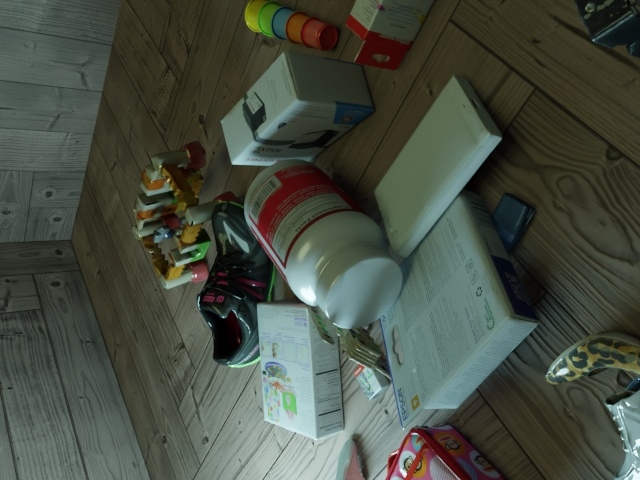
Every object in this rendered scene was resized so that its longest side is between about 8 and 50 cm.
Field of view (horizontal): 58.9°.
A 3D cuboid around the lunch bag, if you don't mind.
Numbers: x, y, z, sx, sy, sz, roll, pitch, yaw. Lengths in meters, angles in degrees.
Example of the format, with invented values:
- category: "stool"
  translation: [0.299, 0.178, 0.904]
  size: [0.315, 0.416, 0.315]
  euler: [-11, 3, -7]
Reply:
- category: "lunch bag"
  translation: [0.224, 0.521, 1.140]
  size: [0.258, 0.120, 0.293]
  euler: [43, 123, 46]

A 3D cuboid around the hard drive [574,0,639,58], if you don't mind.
- category: "hard drive"
  translation: [0.386, -0.406, 0.762]
  size: [0.064, 0.237, 0.338]
  euler: [-33, 67, 48]

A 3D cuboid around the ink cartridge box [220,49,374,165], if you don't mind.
- category: "ink cartridge box"
  translation: [-0.062, -0.296, 1.349]
  size: [0.307, 0.223, 0.129]
  euler: [-30, 70, 49]

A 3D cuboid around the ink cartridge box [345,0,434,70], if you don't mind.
- category: "ink cartridge box"
  translation: [0.145, -0.471, 1.145]
  size: [0.078, 0.134, 0.231]
  euler: [55, 131, 33]

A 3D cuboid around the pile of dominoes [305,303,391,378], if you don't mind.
- category: "pile of dominoes"
  translation: [0.068, 0.191, 1.220]
  size: [0.040, 0.196, 0.251]
  euler: [-55, 21, 9]

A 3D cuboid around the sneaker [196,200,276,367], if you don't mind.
- category: "sneaker"
  translation: [-0.240, 0.128, 1.599]
  size: [0.185, 0.202, 0.482]
  euler: [-4, 94, 30]

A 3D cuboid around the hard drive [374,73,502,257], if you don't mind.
- category: "hard drive"
  translation: [0.214, -0.142, 1.109]
  size: [0.307, 0.040, 0.203]
  euler: [-57, 30, 36]

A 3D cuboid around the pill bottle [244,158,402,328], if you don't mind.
- category: "pill bottle"
  translation: [0.000, 0.000, 1.248]
  size: [0.407, 0.229, 0.229]
  euler: [50, 130, 48]

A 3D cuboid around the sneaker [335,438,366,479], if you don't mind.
- category: "sneaker"
  translation: [0.079, 0.559, 1.381]
  size: [0.051, 0.070, 0.134]
  euler: [-36, 35, 57]

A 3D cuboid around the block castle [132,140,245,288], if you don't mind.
- category: "block castle"
  translation: [-0.435, -0.077, 1.862]
  size: [0.303, 0.213, 0.453]
  euler: [55, 140, 18]

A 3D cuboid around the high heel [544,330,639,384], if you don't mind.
- category: "high heel"
  translation: [0.465, 0.212, 0.825]
  size: [0.261, 0.093, 0.186]
  euler: [-47, 59, 40]

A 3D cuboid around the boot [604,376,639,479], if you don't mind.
- category: "boot"
  translation: [0.452, 0.261, 0.789]
  size: [0.123, 0.095, 0.258]
  euler: [37, 138, 22]

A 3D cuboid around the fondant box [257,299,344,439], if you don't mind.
- category: "fondant box"
  translation: [-0.058, 0.326, 1.494]
  size: [0.238, 0.096, 0.330]
  euler: [-4, 89, 52]

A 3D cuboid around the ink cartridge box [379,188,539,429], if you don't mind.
- category: "ink cartridge box"
  translation: [0.226, 0.125, 1.042]
  size: [0.324, 0.072, 0.330]
  euler: [-96, 27, -48]

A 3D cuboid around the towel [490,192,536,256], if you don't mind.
- category: "towel"
  translation: [0.333, -0.022, 1.023]
  size: [0.067, 0.029, 0.119]
  euler: [45, 127, 42]

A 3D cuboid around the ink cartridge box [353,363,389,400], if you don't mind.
- category: "ink cartridge box"
  translation: [0.110, 0.308, 1.331]
  size: [0.063, 0.029, 0.115]
  euler: [-56, 52, 38]

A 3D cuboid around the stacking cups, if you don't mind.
- category: "stacking cups"
  translation: [-0.074, -0.550, 1.467]
  size: [0.316, 0.096, 0.096]
  euler: [38, 121, 39]
